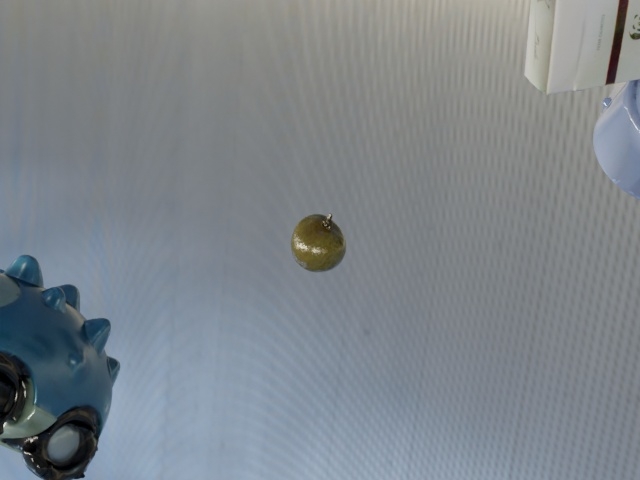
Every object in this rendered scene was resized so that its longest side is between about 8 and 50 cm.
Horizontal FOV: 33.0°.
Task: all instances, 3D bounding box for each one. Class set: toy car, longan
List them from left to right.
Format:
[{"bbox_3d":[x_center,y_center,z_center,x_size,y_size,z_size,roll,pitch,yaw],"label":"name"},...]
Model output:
[{"bbox_3d":[-0.308,0.112,1.058,0.188,0.255,0.190,10,67,39],"label":"toy car"},{"bbox_3d":[0.000,0.000,1.345,0.075,0.075,0.083,60,140,35],"label":"longan"}]

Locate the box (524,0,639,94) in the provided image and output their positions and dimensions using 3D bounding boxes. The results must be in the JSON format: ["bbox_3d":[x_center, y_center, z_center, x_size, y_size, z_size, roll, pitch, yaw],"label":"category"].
[{"bbox_3d":[0.212,-0.149,0.703,0.040,0.154,0.084,-116,19,-50],"label":"box"}]

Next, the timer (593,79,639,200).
[{"bbox_3d":[0.608,-0.167,1.575,0.173,0.394,0.395,119,137,-58],"label":"timer"}]
